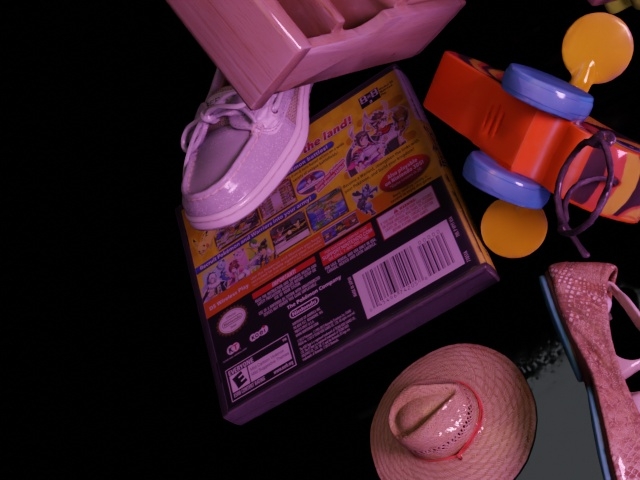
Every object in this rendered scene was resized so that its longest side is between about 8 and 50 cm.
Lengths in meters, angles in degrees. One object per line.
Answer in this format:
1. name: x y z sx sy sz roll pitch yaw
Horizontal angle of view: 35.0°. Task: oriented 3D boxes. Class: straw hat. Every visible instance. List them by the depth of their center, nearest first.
1. straw hat: 0.088 0.137 0.787 0.144 0.061 0.145 -16 58 27

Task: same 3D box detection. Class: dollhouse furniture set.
1. dollhouse furniture set: 0.079 -0.300 0.700 0.362 0.256 0.394 53 128 9

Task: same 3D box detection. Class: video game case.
1. video game case: 0.000 0.000 0.936 0.274 0.035 0.248 -32 53 18

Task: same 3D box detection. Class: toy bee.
1. toy bee: 0.193 -0.055 0.784 0.195 0.162 0.298 -57 27 38

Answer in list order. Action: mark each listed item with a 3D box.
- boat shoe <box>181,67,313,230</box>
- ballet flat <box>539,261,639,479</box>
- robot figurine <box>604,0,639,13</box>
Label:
1. boat shoe: -0.067 -0.153 0.982 0.118 0.103 0.320 -5 52 43
2. ballet flat: 0.213 0.100 0.721 0.067 0.073 0.206 -16 61 10
3. robot figurine: 0.283 -0.239 0.848 0.115 0.067 0.101 -30 45 17
